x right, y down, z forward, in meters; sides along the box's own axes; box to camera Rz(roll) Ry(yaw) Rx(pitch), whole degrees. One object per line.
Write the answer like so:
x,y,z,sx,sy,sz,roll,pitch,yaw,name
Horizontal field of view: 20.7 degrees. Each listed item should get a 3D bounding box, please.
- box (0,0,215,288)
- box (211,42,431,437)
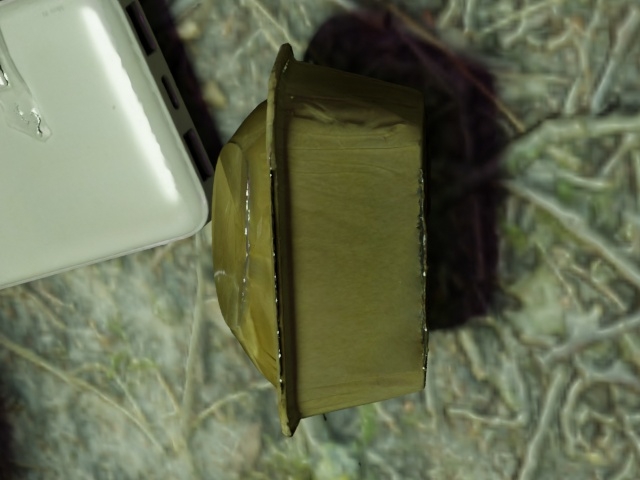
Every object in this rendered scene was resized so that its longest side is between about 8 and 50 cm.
-0.193,-0.039,0.910,0.285,0.044,0.142,-15,106,28,box
0.000,0.000,0.806,0.111,0.111,0.177,8,113,21,box
